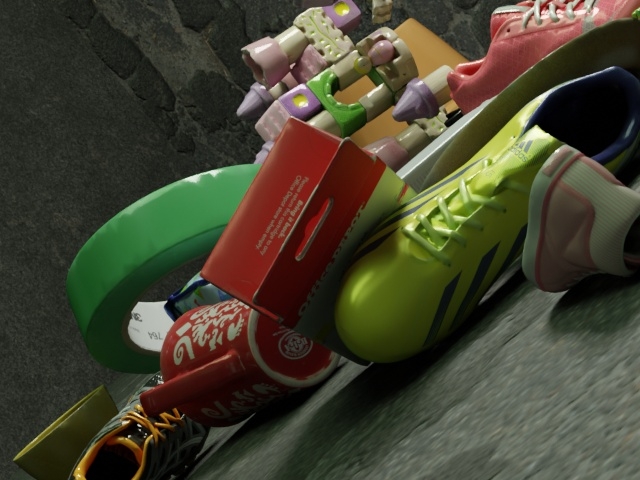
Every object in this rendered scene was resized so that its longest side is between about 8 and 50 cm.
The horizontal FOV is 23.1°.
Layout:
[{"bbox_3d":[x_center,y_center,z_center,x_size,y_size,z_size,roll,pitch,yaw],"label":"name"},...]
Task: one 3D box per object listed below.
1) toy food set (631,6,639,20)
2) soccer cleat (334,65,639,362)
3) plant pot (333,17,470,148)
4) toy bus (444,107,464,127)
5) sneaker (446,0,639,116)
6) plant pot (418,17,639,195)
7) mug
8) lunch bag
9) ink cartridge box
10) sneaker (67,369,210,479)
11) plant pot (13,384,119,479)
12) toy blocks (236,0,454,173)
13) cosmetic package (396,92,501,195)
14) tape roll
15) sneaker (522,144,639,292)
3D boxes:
[{"bbox_3d":[0.330,-0.213,1.485,0.128,0.071,0.218,-37,4,38],"label":"toy food set"},{"bbox_3d":[0.118,-0.027,1.087,0.289,0.093,0.121,-39,-14,-26],"label":"soccer cleat"},{"bbox_3d":[0.128,-0.205,2.428,0.291,0.203,0.291,-40,3,2],"label":"plant pot"},{"bbox_3d":[0.211,-0.166,1.880,0.191,0.104,0.202,-38,4,31],"label":"toy bus"},{"bbox_3d":[0.248,-0.211,1.667,0.314,0.136,0.116,-43,1,39],"label":"sneaker"},{"bbox_3d":[0.180,-0.085,1.270,0.236,0.032,0.236,-35,-17,-13],"label":"plant pot"},{"bbox_3d":[-0.066,0.112,1.373,0.169,0.113,0.150,-25,29,58],"label":"mug"},{"bbox_3d":[-0.097,0.089,1.682,0.096,0.129,0.151,-41,4,-28],"label":"lunch bag"},{"bbox_3d":[0.000,0.000,1.137,0.134,0.078,0.231,-60,-25,-3],"label":"ink cartridge box"},{"bbox_3d":[-0.160,0.183,1.429,0.215,0.084,0.083,-54,-11,-35],"label":"sneaker"},{"bbox_3d":[-0.273,0.246,1.813,0.134,0.095,0.134,-39,3,3],"label":"plant pot"},{"bbox_3d":[-0.001,-0.168,2.015,0.260,0.289,0.309,-34,-18,-13],"label":"toy blocks"},{"bbox_3d":[0.107,-0.038,1.544,0.231,0.085,0.117,-39,3,-16],"label":"cosmetic package"},{"bbox_3d":[-0.132,0.039,1.823,0.321,0.077,0.321,-21,-26,-11],"label":"tape roll"},{"bbox_3d":[0.153,0.004,0.872,0.051,0.070,0.134,-50,-23,-18],"label":"sneaker"}]
